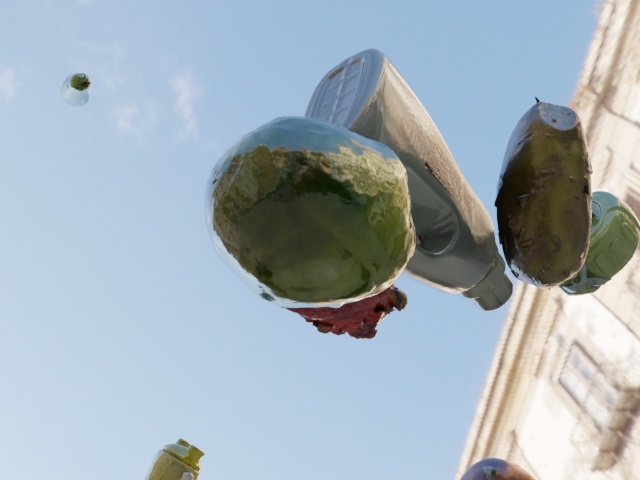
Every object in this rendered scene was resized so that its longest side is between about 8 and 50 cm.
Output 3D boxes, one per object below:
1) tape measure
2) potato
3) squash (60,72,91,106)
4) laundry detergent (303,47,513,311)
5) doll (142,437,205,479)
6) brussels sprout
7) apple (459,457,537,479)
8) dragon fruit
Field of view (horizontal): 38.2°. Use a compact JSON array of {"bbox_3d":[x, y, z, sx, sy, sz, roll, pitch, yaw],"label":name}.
[{"bbox_3d":[0.406,0.000,1.440,0.175,0.200,0.106,-43,-71,10],"label":"tape measure"},{"bbox_3d":[0.287,-0.061,1.195,0.113,0.149,0.251,-2,-91,-13],"label":"potato"},{"bbox_3d":[-0.227,-0.140,0.855,0.027,0.089,0.027,1,-93,-15],"label":"squash"},{"bbox_3d":[0.134,-0.039,1.242,0.125,0.264,0.398,-25,-59,28],"label":"laundry detergent"},{"bbox_3d":[-0.205,0.327,1.158,0.062,0.106,0.162,38,-106,-24],"label":"doll"},{"bbox_3d":[-0.009,-0.026,0.731,0.161,0.180,0.143,-7,-69,0],"label":"brussels sprout"},{"bbox_3d":[0.311,0.491,1.628,0.199,0.199,0.199,-7,-62,-13],"label":"apple"},{"bbox_3d":[0.000,0.000,0.894,0.150,0.207,0.133,3,-36,-49],"label":"dragon fruit"}]
